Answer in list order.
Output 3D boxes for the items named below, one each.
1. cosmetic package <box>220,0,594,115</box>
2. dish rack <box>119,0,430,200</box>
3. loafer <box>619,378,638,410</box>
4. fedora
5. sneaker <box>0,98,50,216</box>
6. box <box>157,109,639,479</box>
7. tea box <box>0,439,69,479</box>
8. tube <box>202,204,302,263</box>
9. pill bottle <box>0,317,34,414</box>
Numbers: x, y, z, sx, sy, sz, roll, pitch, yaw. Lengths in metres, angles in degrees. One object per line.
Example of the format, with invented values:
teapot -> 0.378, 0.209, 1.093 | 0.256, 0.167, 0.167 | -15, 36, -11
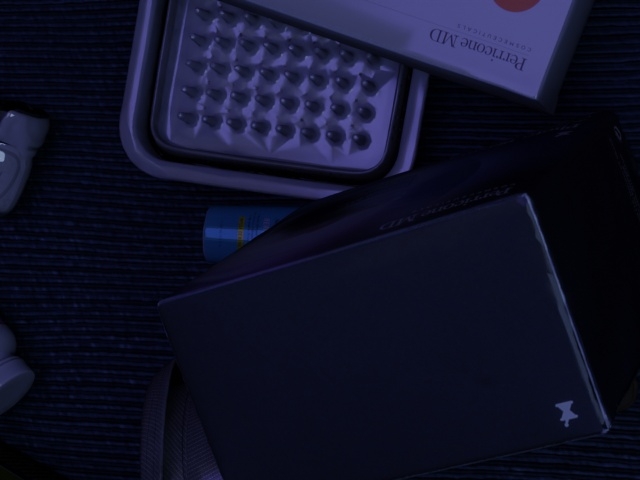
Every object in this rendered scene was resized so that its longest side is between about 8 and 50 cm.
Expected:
cosmetic package -> 0.066, -0.301, 1.314 | 0.377, 0.097, 0.284 | 21, 94, 17
dish rack -> -0.024, -0.204, 1.415 | 0.285, 0.072, 0.333 | 8, 86, 17
loafer -> 0.193, 0.116, 1.324 | 0.148, 0.050, 0.056 | 1, 84, 17
fedora -> -0.061, 0.226, 1.294 | 0.124, 0.244, 0.275 | -7, 89, 9
sneaker -> -0.406, -0.104, 1.510 | 0.292, 0.110, 0.118 | 16, 98, 18
box -> 0.086, 0.045, 1.184 | 0.296, 0.294, 0.183 | -17, 99, 25
tea box -> -0.379, 0.275, 1.337 | 0.323, 0.329, 0.220 | 25, 91, 19
tube -> 0.000, 0.000, 1.402 | 0.207, 0.052, 0.080 | 3, 94, 11
pill bottle -> -0.344, 0.090, 1.473 | 0.160, 0.087, 0.087 | 45, 98, 16
